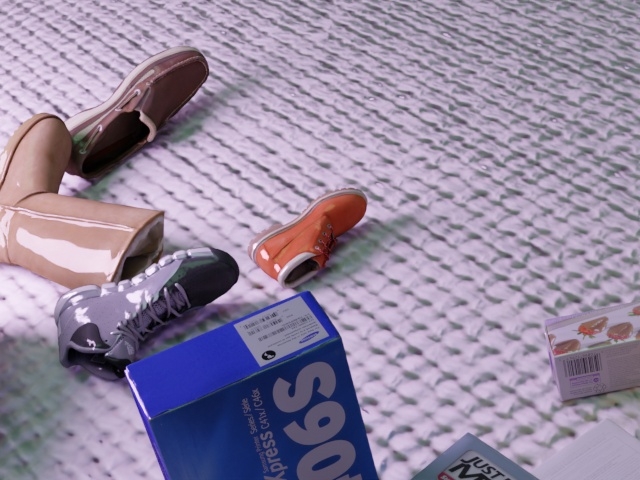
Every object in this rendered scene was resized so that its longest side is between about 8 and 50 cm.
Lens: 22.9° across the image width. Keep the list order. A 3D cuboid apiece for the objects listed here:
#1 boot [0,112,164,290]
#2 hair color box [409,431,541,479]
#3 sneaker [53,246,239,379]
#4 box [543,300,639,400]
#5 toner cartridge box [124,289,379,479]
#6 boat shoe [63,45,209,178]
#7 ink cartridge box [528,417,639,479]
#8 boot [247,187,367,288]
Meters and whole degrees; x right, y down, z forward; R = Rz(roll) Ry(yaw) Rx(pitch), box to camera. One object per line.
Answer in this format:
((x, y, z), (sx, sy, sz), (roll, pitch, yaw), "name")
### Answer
((-0.300, -0.042, 1.986), (0.269, 0.089, 0.236), (11, 67, 34), "boot")
((0.036, 0.344, 1.257), (0.374, 0.185, 0.113), (-35, 46, -26), "hair color box")
((-0.196, 0.097, 1.793), (0.228, 0.086, 0.132), (-20, 39, 11), "sneaker")
((0.390, 0.090, 1.590), (0.324, 0.067, 0.063), (-13, 35, 5), "box")
((-0.034, 0.221, 1.319), (0.165, 0.348, 0.075), (-22, 36, -10), "toner cartridge box")
((-0.246, -0.167, 2.160), (0.257, 0.095, 0.095), (-40, 43, -13), "boat shoe")
((0.288, 0.254, 1.402), (0.109, 0.062, 0.209), (-31, 38, -21), "ink cartridge box")
((0.000, 0.000, 1.869), (0.158, 0.059, 0.084), (-33, 41, -10), "boot")
